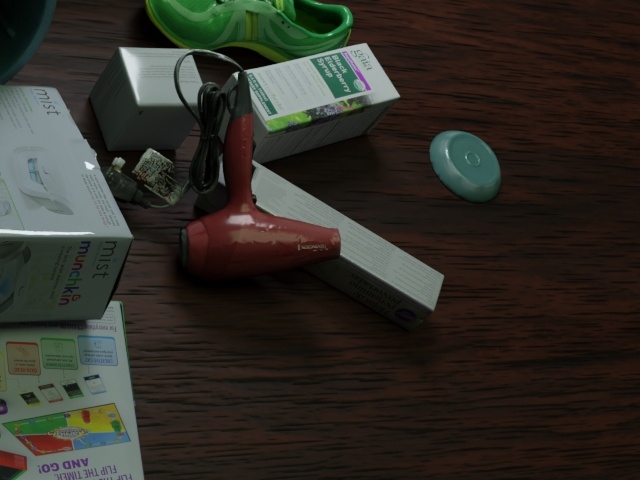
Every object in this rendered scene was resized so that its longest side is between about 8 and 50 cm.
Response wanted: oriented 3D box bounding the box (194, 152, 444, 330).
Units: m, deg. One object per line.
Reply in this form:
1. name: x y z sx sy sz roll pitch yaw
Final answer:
1. box: 0.000 0.000 1.823 0.324 0.063 0.067 30 50 -13

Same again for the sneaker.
1. sneaker: -0.091 -0.305 1.929 0.296 0.123 0.109 7 57 -29

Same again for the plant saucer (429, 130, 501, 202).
1. plant saucer: 0.209 -0.109 2.063 0.119 0.021 0.119 17 52 -23

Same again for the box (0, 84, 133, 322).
1. box: -0.353 -0.047 1.528 0.231 0.126 0.262 0 41 -35

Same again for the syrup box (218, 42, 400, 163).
1. syrup box: -0.020 -0.176 1.907 0.237 0.096 0.093 -19 72 -39

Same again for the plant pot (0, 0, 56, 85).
1. plant pot: -0.496 -0.347 1.575 0.341 0.341 0.334 -4 55 -35

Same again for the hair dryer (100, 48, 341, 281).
1. hair dryer: -0.096 -0.058 1.712 0.293 0.223 0.080 39 7 -16

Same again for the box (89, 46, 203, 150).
1. box: -0.207 -0.170 1.776 0.101 0.102 0.087 -4 60 -35

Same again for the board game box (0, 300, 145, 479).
1. board game box: -0.303 0.205 1.484 0.242 0.064 0.316 7 57 -30
